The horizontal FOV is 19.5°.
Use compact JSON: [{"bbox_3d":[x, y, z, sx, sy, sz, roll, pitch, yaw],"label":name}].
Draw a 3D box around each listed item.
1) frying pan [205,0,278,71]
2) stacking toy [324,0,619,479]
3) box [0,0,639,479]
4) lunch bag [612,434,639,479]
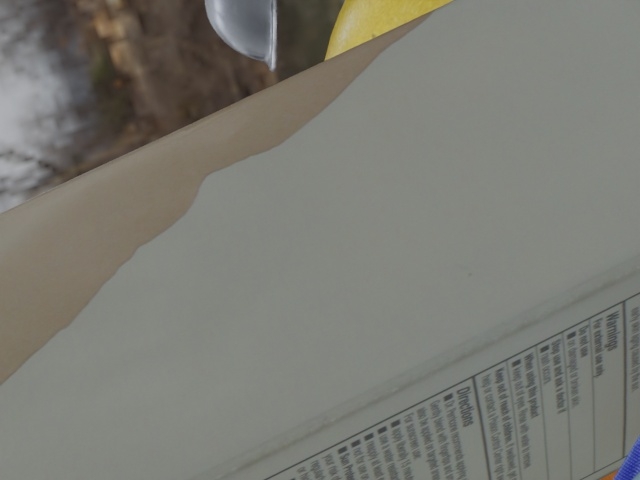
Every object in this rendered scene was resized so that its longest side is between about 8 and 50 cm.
[{"bbox_3d":[-0.036,-0.161,0.963,0.326,0.053,0.197,-98,6,-63],"label":"frying pan"},{"bbox_3d":[0.110,-0.042,0.858,0.350,0.351,0.480,-116,17,-54],"label":"stacking toy"},{"bbox_3d":[-0.002,0.038,0.614,0.121,0.311,0.148,60,171,31],"label":"box"},{"bbox_3d":[0.139,0.111,0.452,0.096,0.129,0.151,-63,13,12],"label":"lunch bag"}]
